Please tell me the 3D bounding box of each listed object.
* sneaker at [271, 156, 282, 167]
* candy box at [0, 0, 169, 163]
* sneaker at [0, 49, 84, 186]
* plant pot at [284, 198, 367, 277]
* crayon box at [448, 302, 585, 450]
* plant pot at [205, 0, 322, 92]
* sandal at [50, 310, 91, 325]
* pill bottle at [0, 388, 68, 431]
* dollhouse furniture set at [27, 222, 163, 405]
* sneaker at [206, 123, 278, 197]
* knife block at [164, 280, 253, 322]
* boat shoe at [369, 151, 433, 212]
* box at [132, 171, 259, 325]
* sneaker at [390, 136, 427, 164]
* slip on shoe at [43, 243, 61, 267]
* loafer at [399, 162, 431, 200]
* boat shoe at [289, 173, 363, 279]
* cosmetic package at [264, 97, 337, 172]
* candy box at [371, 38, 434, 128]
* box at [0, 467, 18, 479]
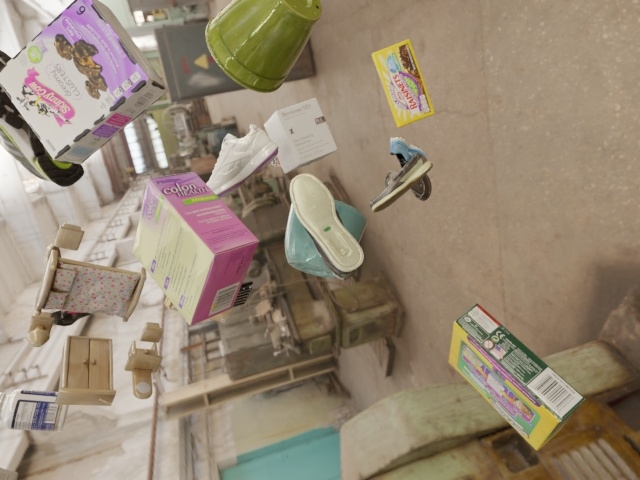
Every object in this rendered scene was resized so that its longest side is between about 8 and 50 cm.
[{"bbox_3d":[-0.118,-0.334,1.944,0.262,0.121,0.099,-136,50,-59],"label":"sneaker"},{"bbox_3d":[-0.366,-0.242,0.748,0.164,0.196,0.070,53,-171,1],"label":"candy box"},{"bbox_3d":[-0.601,-0.232,0.946,0.122,0.111,0.299,-1,127,32],"label":"sneaker"},{"bbox_3d":[0.000,0.000,1.777,0.293,0.293,0.234,127,161,-74],"label":"plant pot"},{"bbox_3d":[0.546,0.401,1.420,0.363,0.106,0.313,46,165,34],"label":"crayon box"},{"bbox_3d":[-0.190,-0.822,1.845,0.353,0.367,0.366,-32,69,44],"label":"plant pot"},{"bbox_3d":[-0.718,0.204,1.411,0.040,0.067,0.179,-65,-5,11],"label":"sandal"},{"bbox_3d":[-0.718,0.418,1.198,0.094,0.170,0.094,-167,90,-68],"label":"pill bottle"},{"bbox_3d":[-0.454,0.178,1.065,0.355,0.304,0.173,-60,35,23],"label":"dollhouse furniture set"},{"bbox_3d":[-0.286,-0.246,1.553,0.152,0.305,0.114,52,-179,-7],"label":"sneaker"},{"bbox_3d":[-0.367,0.158,1.642,0.088,0.276,0.242,-63,21,23],"label":"knife block"},{"bbox_3d":[0.218,-0.167,1.380,0.073,0.224,0.080,50,171,11],"label":"boat shoe"},{"bbox_3d":[-0.275,0.014,1.041,0.243,0.117,0.213,44,129,23],"label":"box"},{"bbox_3d":[0.284,-0.280,1.604,0.063,0.162,0.073,9,80,57],"label":"sneaker"},{"bbox_3d":[-0.651,0.073,1.205,0.051,0.041,0.135,-69,-11,-69],"label":"slip on shoe"},{"bbox_3d":[0.332,-0.239,1.778,0.080,0.079,0.219,-50,54,50],"label":"loafer"},{"bbox_3d":[0.003,-0.028,0.964,0.233,0.084,0.079,61,167,19],"label":"boat shoe"},{"bbox_3d":[-0.067,-0.342,1.596,0.183,0.151,0.151,66,158,-6],"label":"cosmetic package"},{"bbox_3d":[0.220,-0.414,1.288,0.027,0.105,0.205,-85,-26,-81],"label":"candy box"},{"bbox_3d":[-0.807,0.612,1.071,0.119,0.181,0.181,59,-165,-46],"label":"box"}]
